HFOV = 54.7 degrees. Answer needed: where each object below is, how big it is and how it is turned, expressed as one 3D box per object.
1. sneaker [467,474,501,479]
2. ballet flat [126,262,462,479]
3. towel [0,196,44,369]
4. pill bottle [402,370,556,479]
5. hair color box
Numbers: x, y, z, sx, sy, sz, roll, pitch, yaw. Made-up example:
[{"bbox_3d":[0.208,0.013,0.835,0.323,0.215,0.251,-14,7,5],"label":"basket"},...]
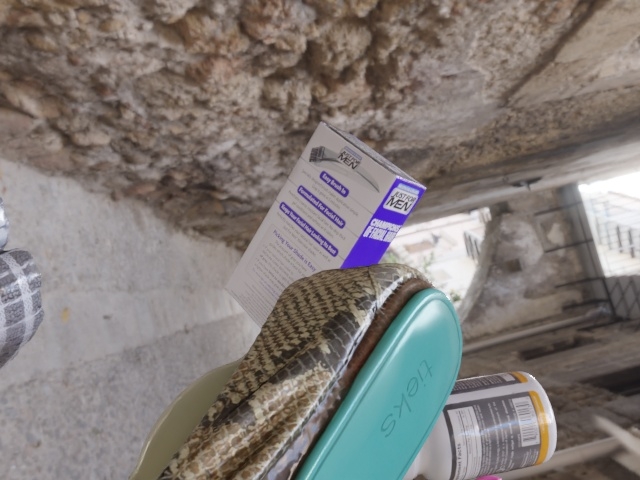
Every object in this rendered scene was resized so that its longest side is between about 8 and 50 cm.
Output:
[{"bbox_3d":[0.227,0.399,0.783,0.252,0.103,0.111,61,-27,-5],"label":"sneaker"},{"bbox_3d":[-0.068,0.188,0.351,0.483,0.181,0.164,-54,131,-42],"label":"ballet flat"},{"bbox_3d":[-0.338,0.082,0.422,0.283,0.235,0.121,-31,-93,50],"label":"towel"},{"bbox_3d":[0.242,0.323,1.061,0.162,0.278,0.162,173,-90,-80],"label":"pill bottle"},{"bbox_3d":[0.000,0.000,1.025,0.185,0.339,0.110,42,19,34],"label":"hair color box"}]
